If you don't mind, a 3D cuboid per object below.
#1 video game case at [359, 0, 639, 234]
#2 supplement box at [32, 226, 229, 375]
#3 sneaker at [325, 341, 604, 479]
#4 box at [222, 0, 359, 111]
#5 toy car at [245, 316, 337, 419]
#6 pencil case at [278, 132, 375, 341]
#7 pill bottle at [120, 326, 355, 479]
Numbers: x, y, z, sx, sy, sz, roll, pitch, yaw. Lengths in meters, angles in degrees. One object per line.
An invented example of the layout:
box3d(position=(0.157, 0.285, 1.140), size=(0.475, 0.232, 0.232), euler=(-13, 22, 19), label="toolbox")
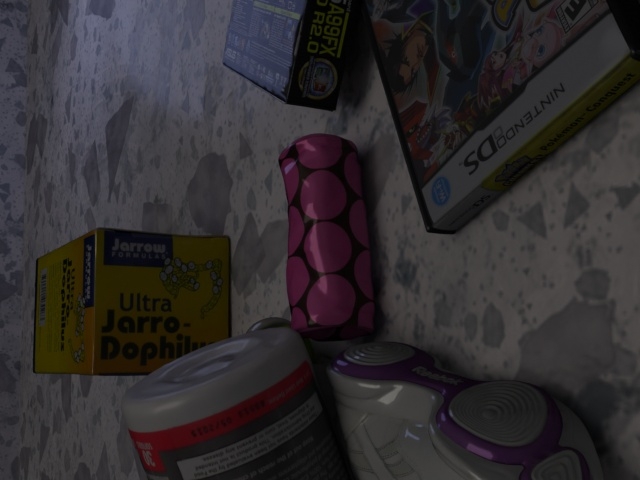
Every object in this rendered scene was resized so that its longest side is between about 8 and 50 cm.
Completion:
box3d(position=(0.135, -0.182, 0.695), size=(0.248, 0.035, 0.274), euler=(-46, 50, 48), label="video game case")
box3d(position=(-0.296, 0.104, 1.243), size=(0.357, 0.194, 0.195), euler=(-15, 74, 59), label="supplement box")
box3d(position=(0.111, 0.180, 0.659), size=(0.305, 0.114, 0.152), euler=(17, 116, 63), label="sneaker")
box3d(position=(-0.033, -0.279, 0.935), size=(0.270, 0.060, 0.216), euler=(-137, 57, -61), label="box")
box3d(position=(-0.069, 0.177, 0.907), size=(0.159, 0.136, 0.181), euler=(44, 125, 52), label="toy car")
box3d(position=(0.000, 0.000, 0.856), size=(0.098, 0.095, 0.209), euler=(154, 117, -61), label="pencil case")
box3d(position=(-0.048, 0.256, 0.764), size=(0.176, 0.176, 0.318), euler=(-10, 101, 59), label="pill bottle")
